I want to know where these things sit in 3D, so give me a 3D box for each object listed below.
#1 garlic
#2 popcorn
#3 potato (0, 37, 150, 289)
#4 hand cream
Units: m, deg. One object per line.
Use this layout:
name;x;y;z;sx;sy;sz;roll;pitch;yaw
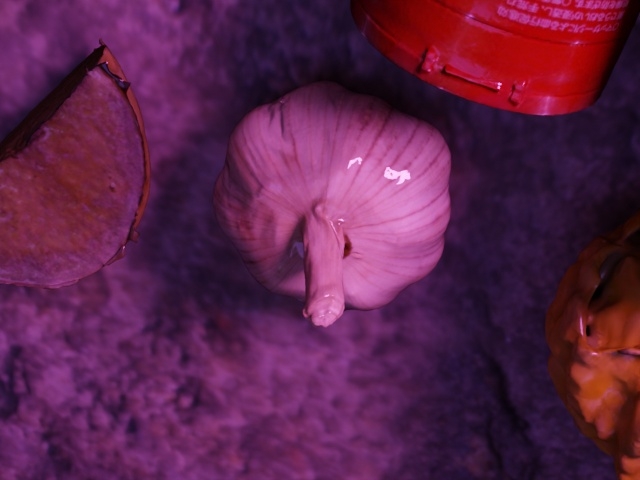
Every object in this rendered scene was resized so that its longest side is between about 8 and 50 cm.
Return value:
garlic;0.000;0.000;1.078;0.199;0.226;0.199;5;125;8
popcorn;0.288;0.089;1.053;0.250;0.250;0.190;-1;160;18
potato;-0.204;-0.054;1.184;0.243;0.098;0.138;-37;109;27
hand cream;0.125;-0.183;0.937;0.193;0.193;0.125;23;125;2
